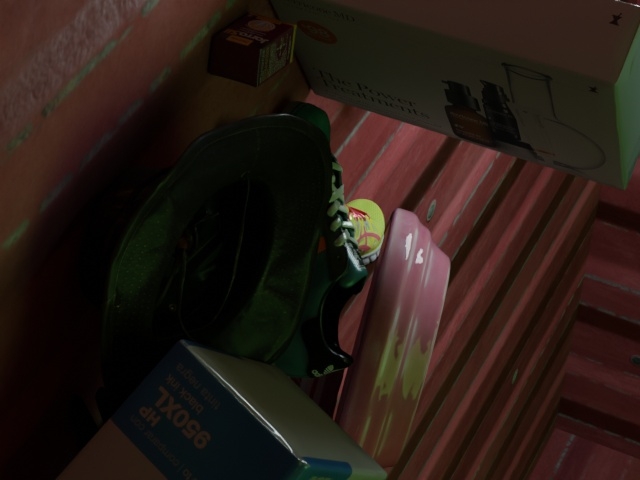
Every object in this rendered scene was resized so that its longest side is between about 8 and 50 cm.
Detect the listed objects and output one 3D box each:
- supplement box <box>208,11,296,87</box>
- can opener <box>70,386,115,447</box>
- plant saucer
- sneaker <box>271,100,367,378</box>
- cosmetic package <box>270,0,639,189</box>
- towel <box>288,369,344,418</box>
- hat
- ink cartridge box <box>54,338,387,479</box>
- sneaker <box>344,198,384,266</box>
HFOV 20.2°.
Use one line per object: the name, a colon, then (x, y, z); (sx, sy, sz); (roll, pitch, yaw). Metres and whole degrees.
supplement box: (-0.066, -0.188, 1.763); (0.083, 0.055, 0.043); (-45, 148, -56)
can opener: (-0.209, 0.195, 1.762); (0.059, 0.073, 0.186); (-28, 151, -3)
plant saucer: (0.081, 0.130, 2.093); (0.332, 0.084, 0.332); (15, 90, -90)
sneaker: (0.000, 0.000, 1.959); (0.108, 0.121, 0.302); (10, 85, -69)
cosmetic package: (0.150, -0.194, 1.870); (0.284, 0.377, 0.097); (63, 48, -66)
towel: (-0.053, 0.166, 2.069); (0.329, 0.037, 0.237); (62, 37, -54)
hat: (-0.132, 0.010, 1.653); (0.331, 0.134, 0.331); (-38, 140, -41)
ink cartridge box: (-0.156, 0.296, 1.613); (0.395, 0.166, 0.285); (-48, 162, 4)
sneaker: (0.025, -0.014, 2.187); (0.208, 0.081, 0.094); (-43, 145, -56)
